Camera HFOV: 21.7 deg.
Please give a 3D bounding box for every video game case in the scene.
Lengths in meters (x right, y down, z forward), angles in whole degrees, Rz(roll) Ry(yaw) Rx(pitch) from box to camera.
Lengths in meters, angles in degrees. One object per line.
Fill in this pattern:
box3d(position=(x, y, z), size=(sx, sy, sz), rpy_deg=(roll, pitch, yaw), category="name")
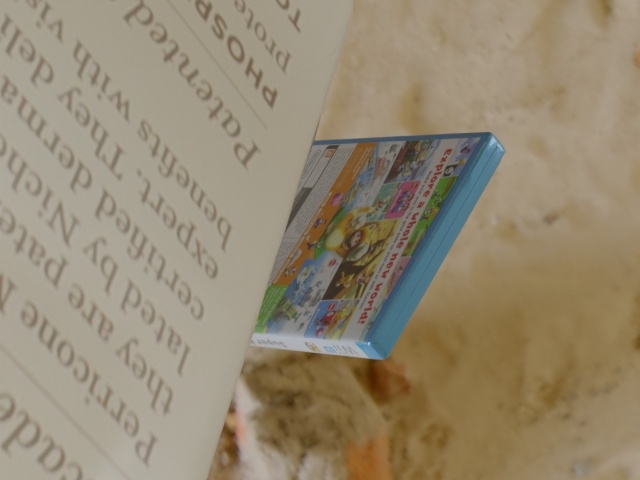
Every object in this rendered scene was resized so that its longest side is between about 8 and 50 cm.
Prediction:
box3d(position=(0.000, 0.000, 0.790), size=(0.015, 0.166, 0.119), rpy_deg=(46, 63, -30), category="video game case")

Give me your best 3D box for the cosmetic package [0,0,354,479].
box3d(position=(-0.238, -0.019, 0.478), size=(0.329, 0.394, 0.327), rpy_deg=(-18, 128, 31), category="cosmetic package")
